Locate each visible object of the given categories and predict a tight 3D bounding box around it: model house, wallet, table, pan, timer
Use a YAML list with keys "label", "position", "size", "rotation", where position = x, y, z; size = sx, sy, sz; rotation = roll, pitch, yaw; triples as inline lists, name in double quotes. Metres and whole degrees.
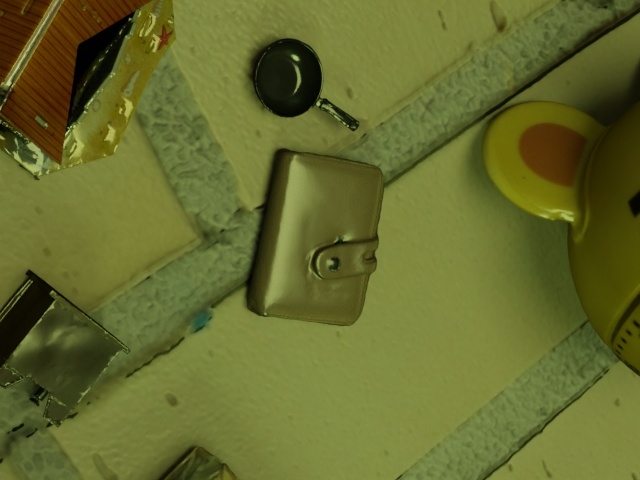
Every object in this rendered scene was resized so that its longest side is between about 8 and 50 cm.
- label: "model house"
  position: [-0.184, -0.164, 0.866]
  size: [0.207, 0.136, 0.219]
  rotation: [35, 80, -28]
- label: "wallet"
  position: [0.000, 0.000, 1.061]
  size: [0.118, 0.039, 0.153]
  rotation: [8, 93, -29]
- label: "table"
  position: [-0.216, 0.086, 0.928]
  size: [0.083, 0.070, 0.082]
  rotation: [44, 79, -29]
- label: "pan"
  position: [-0.014, -0.130, 1.038]
  size: [0.115, 0.023, 0.068]
  rotation: [35, 79, -27]
- label: "timer"
  position: [0.384, -0.037, 1.139]
  size: [0.376, 0.376, 0.387]
  rotation: [-23, 66, -26]

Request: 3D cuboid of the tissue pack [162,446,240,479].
- label: "tissue pack"
  position: [-0.096, 0.318, 1.024]
  size: [0.186, 0.090, 0.222]
  rotation: [-45, 119, -20]
